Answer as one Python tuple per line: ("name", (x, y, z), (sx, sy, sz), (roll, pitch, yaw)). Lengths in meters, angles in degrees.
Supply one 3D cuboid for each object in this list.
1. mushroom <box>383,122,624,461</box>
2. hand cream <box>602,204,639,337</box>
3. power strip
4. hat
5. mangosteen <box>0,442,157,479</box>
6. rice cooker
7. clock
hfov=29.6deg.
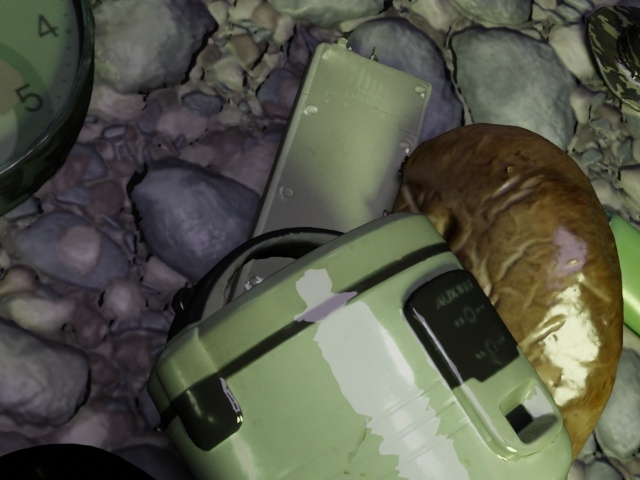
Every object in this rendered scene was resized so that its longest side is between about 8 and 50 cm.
("mushroom", (0.151, 0.037, 0.879), (0.156, 0.151, 0.285), (4, 70, -42))
("hand cream", (0.257, 0.034, 0.988), (0.175, 0.046, 0.095), (39, 63, -6))
("power strip", (0.000, 0.000, 0.928), (0.106, 0.043, 0.367), (21, 65, -8))
("hat", (0.296, -0.173, 1.077), (0.121, 0.050, 0.121), (5, 67, -11))
("mangosteen", (-0.159, 0.239, 0.702), (0.243, 0.243, 0.243), (6, 67, -14))
("rice cooker", (0.023, 0.101, 0.752), (0.226, 0.226, 0.244), (-29, 77, -24))
("clock", (-0.324, -0.152, 0.886), (0.319, 0.066, 0.319), (5, 67, -13))
